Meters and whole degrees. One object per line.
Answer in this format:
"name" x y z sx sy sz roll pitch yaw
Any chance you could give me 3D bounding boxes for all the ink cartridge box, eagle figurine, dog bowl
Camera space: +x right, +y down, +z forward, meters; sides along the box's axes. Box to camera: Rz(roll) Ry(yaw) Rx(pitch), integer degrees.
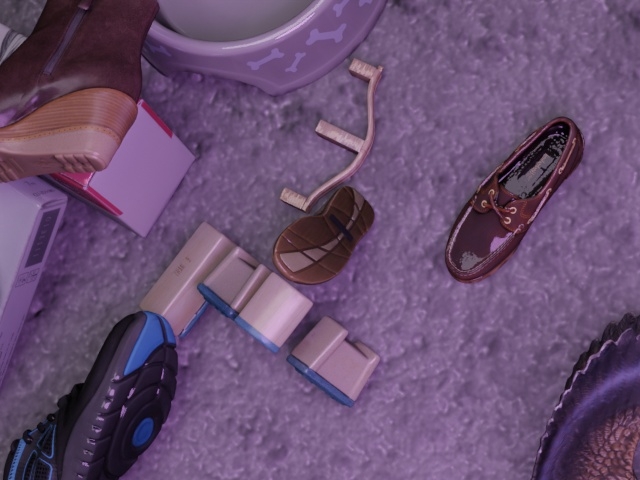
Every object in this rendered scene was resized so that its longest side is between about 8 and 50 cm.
"ink cartridge box" -0.306 -0.138 1.495 0.283 0.207 0.117 29 84 17
"ink cartridge box" -0.426 0.015 1.507 0.239 0.060 0.275 31 112 16
"eagle figurine" 0.276 0.231 1.285 0.225 0.226 0.298 -17 90 -29
"dog bowl" -0.091 -0.341 1.550 0.348 0.102 0.349 -3 76 12

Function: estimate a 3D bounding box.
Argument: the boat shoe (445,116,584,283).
"boat shoe" 0.201 -0.047 1.433 0.073 0.073 0.207 36 88 17

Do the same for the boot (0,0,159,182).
"boot" -0.294 -0.164 1.362 0.248 0.090 0.207 3 61 12

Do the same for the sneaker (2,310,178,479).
"sneaker" -0.268 0.220 1.433 0.139 0.125 0.341 27 93 29

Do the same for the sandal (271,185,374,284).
"sandal" 0.000 0.000 1.436 0.049 0.180 0.072 -36 96 37

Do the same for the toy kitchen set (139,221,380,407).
"toy kitchen set" -0.067 0.100 1.466 0.122 0.166 0.207 -52 36 -3

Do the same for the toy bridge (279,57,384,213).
"toy bridge" 0.025 -0.114 1.511 0.063 0.026 0.188 27 84 14
